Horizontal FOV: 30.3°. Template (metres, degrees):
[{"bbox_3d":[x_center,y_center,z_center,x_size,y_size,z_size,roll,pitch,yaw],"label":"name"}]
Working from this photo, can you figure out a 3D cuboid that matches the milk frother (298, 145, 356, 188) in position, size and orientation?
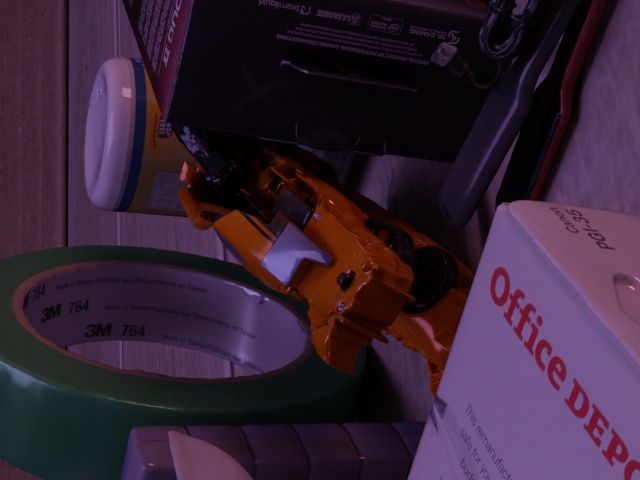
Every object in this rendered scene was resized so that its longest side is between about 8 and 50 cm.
[{"bbox_3d":[-0.009,-0.112,1.019,0.143,0.129,0.135,-41,-24,-51],"label":"milk frother"}]

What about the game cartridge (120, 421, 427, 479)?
[{"bbox_3d":[-0.057,0.284,0.838,0.068,0.230,0.355,-121,40,-58],"label":"game cartridge"}]

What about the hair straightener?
[{"bbox_3d":[0.111,-0.101,0.668,0.047,0.089,0.230,-106,29,-48],"label":"hair straightener"}]

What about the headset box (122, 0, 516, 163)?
[{"bbox_3d":[-0.013,-0.161,0.833,0.293,0.218,0.110,-116,38,-56],"label":"headset box"}]

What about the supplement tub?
[{"bbox_3d":[-0.114,-0.093,1.122,0.144,0.199,0.144,-176,90,-70],"label":"supplement tub"}]

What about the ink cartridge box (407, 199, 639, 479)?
[{"bbox_3d":[0.126,0.153,0.528,0.207,0.117,0.283,-117,37,-56],"label":"ink cartridge box"}]

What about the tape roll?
[{"bbox_3d":[-0.126,0.093,0.936,0.321,0.321,0.077,-132,50,-64],"label":"tape roll"}]

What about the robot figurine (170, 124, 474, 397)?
[{"bbox_3d":[0.000,0.000,0.787,0.085,0.211,0.291,-58,36,7],"label":"robot figurine"}]

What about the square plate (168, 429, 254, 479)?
[{"bbox_3d":[0.034,0.309,0.631,0.344,0.049,0.347,65,178,-34],"label":"square plate"}]
